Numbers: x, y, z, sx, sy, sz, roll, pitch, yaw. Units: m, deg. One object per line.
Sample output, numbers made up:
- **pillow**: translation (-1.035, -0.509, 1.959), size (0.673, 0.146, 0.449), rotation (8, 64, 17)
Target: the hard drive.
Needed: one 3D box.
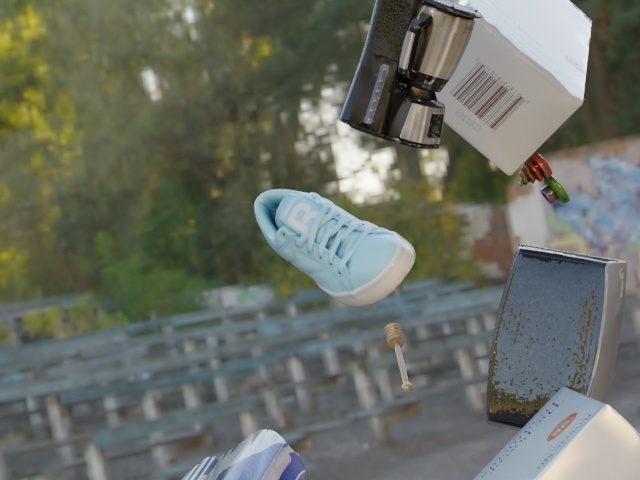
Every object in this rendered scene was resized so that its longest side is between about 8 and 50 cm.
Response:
- **hard drive**: translation (0.312, 0.139, 2.016), size (0.172, 0.254, 0.054), rotation (10, -2, 24)

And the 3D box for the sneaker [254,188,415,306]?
- **sneaker**: translation (0.000, 0.000, 2.310), size (0.150, 0.135, 0.366), rotation (37, -11, -30)

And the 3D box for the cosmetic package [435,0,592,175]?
- **cosmetic package**: translation (0.262, -0.276, 2.157), size (0.156, 0.217, 0.385), rotation (-46, 10, 28)

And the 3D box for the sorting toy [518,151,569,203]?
- **sorting toy**: translation (0.309, -0.083, 2.114), size (0.042, 0.102, 0.061), rotation (-39, 33, -1)

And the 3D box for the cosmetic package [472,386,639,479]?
- **cosmetic package**: translation (0.203, 0.338, 1.699), size (0.377, 0.097, 0.284), rotation (-46, 1, -2)

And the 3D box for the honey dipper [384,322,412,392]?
- **honey dipper**: translation (0.134, 0.200, 2.497), size (0.030, 0.030, 0.160), rotation (-11, 38, -1)

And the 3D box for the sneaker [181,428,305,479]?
- **sneaker**: translation (-0.076, 0.368, 2.008), size (0.127, 0.182, 0.315), rotation (-54, 12, -29)

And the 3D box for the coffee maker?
- **coffee maker**: translation (0.093, -0.215, 1.802), size (0.120, 0.178, 0.171), rotation (7, 18, -42)
